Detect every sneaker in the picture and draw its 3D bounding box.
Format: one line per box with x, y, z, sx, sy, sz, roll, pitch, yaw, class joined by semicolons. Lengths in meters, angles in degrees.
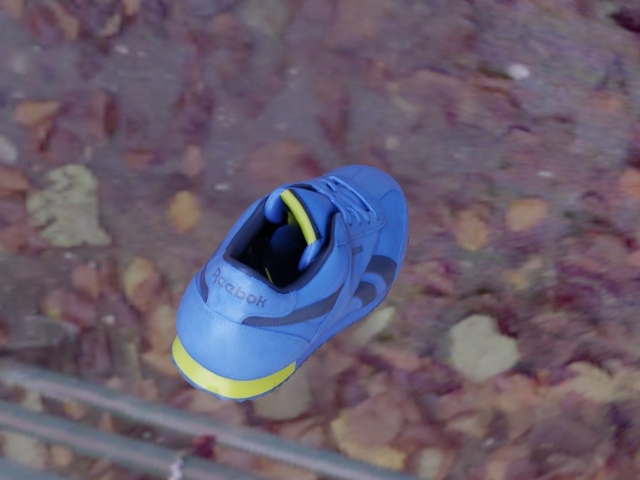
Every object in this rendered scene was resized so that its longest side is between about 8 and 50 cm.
0.000;0.000;0.924;0.069;0.209;0.082;30;125;12;sneaker
